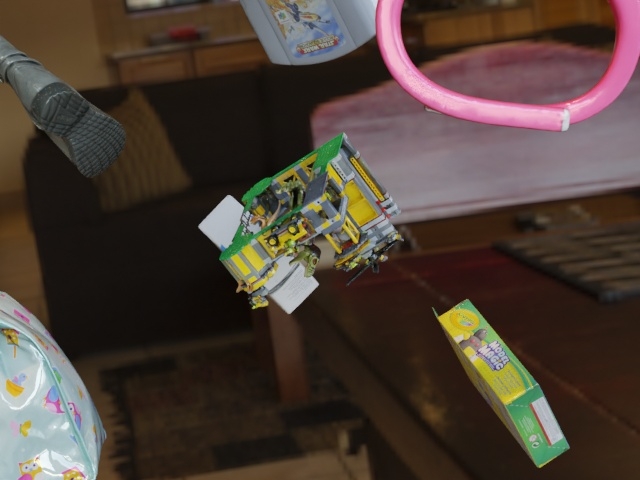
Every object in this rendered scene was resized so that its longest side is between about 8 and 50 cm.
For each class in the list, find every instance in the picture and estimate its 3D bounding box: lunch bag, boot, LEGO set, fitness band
[{"bbox_3d":[-0.395,0.195,1.856,0.160,0.262,0.223,-24,9,-3],"label":"lunch bag"},{"bbox_3d":[-0.361,-0.189,1.917,0.083,0.161,0.246,-45,-23,-6],"label":"boot"},{"bbox_3d":[0.000,0.000,2.197,0.255,0.192,0.331,-34,17,12],"label":"LEGO set"},{"bbox_3d":[0.204,-0.229,1.547,0.291,0.209,0.054,8,8,-1],"label":"fitness band"}]

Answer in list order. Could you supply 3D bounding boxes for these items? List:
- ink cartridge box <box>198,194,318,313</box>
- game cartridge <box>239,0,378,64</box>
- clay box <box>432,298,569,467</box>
[{"bbox_3d":[-0.110,0.028,2.573,0.086,0.203,0.148,-46,56,-5],"label":"ink cartridge box"},{"bbox_3d":[-0.019,-0.424,2.618,0.297,0.198,0.062,-8,23,46],"label":"game cartridge"},{"bbox_3d":[0.219,0.167,1.774,0.053,0.127,0.222,-32,37,-2],"label":"clay box"}]
